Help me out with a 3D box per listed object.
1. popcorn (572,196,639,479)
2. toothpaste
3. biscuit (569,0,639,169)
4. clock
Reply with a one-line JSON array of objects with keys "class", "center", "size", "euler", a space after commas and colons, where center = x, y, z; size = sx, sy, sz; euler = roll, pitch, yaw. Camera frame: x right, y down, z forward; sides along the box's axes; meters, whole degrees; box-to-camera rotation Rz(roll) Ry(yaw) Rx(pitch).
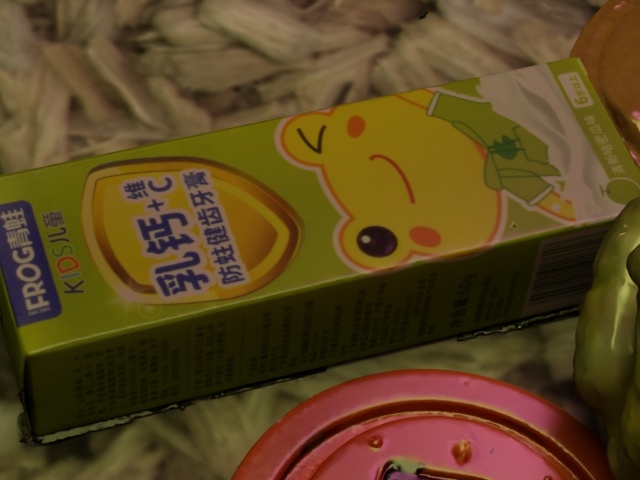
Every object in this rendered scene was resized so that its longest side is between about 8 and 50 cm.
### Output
[{"class": "popcorn", "center": [0.250, 0.063, 0.751], "size": [0.274, 0.279, 0.335], "euler": [33, 39, -36]}, {"class": "toothpaste", "center": [0.000, 0.000, 0.907], "size": [0.327, 0.077, 0.110], "euler": [-12, 55, -14]}, {"class": "biscuit", "center": [0.277, -0.072, 1.008], "size": [0.289, 0.044, 0.202], "euler": [8, 52, 4]}, {"class": "clock", "center": [0.053, 0.145, 0.818], "size": [0.205, 0.051, 0.205], "euler": [3, 53, -4]}]
